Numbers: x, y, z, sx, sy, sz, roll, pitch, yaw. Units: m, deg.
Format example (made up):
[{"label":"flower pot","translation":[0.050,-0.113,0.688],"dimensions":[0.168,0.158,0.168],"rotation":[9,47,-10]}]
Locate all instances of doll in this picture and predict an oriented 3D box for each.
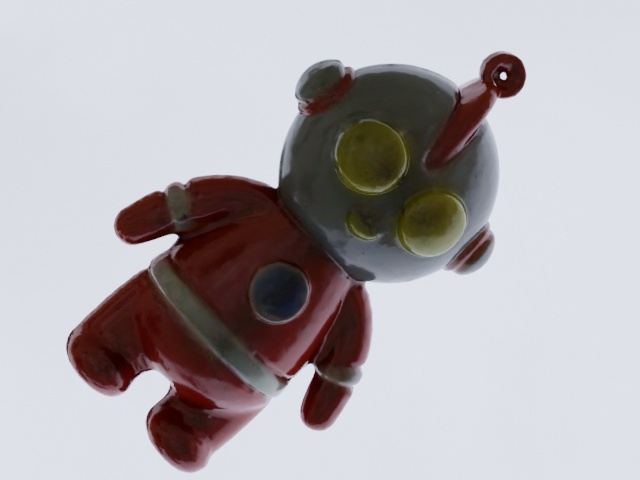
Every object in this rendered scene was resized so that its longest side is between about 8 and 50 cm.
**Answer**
[{"label":"doll","translation":[0.000,0.000,0.893],"dimensions":[0.245,0.076,0.142],"rotation":[-40,-72,7]}]
